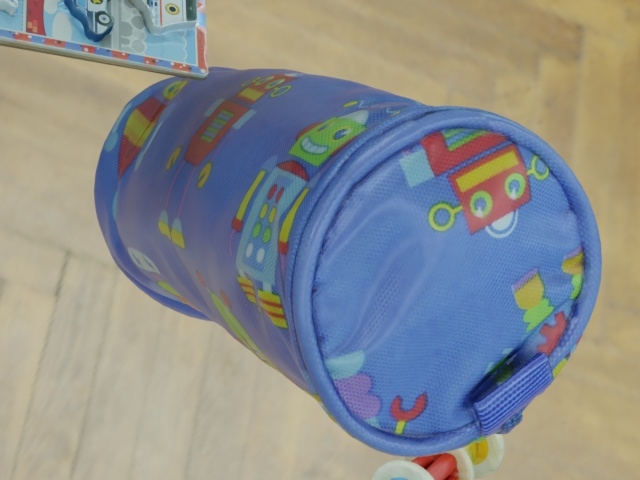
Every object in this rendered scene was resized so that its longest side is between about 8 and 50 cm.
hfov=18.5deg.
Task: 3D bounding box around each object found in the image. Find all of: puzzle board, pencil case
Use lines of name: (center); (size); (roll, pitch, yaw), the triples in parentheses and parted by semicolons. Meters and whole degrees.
puzzle board: (-0.091, -0.122, 0.758); (0.096, 0.011, 0.128); (8, 54, -18)
pencil case: (0.000, 0.000, 0.789); (0.119, 0.306, 0.133); (-39, 108, -10)

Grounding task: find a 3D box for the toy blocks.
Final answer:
toy blocks: (0.055, 0.187, 1.337); (0.054, 0.123, 0.148); (40, 32, 14)
